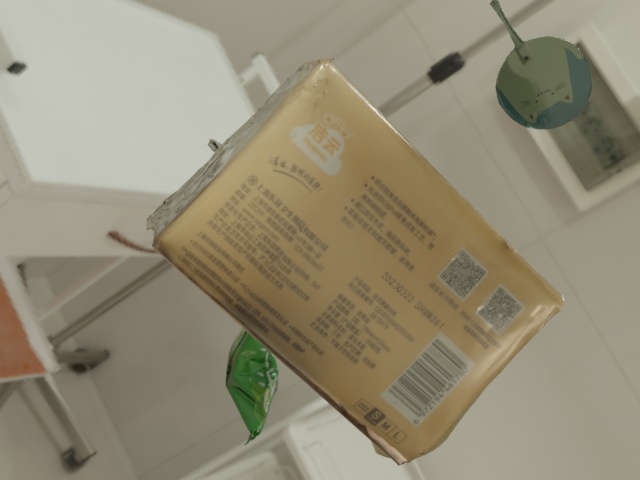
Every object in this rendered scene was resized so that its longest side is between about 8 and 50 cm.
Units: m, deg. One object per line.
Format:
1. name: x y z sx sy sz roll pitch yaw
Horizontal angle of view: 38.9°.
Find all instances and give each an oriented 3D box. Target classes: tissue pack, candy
1. tissue pack: 0.021 0.009 0.835 0.305 0.238 0.238 43 24 -17
2. candy: -0.107 0.195 1.375 0.141 0.078 0.203 -162 -108 -73

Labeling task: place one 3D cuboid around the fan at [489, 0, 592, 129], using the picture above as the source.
1. fan: 0.252 -0.214 1.091 0.175 0.113 0.005 56 20 -11

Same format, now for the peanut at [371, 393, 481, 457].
1. peanut: 0.141 0.186 1.177 0.129 0.224 0.129 27 4 -2
